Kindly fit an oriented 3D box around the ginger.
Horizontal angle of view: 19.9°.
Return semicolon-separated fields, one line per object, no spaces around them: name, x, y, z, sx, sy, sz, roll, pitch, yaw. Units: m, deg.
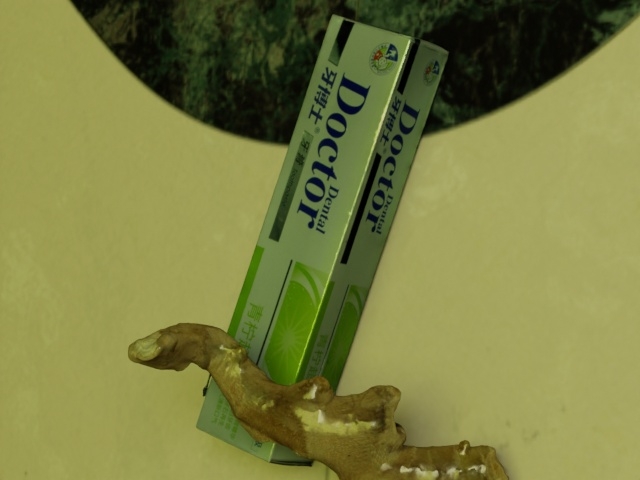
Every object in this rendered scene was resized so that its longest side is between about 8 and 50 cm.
ginger;-0.001;0.124;1.309;0.288;0.075;0.089;27;118;7

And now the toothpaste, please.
toothpaste;0.000;0.000;1.391;0.081;0.067;0.336;21;95;34
